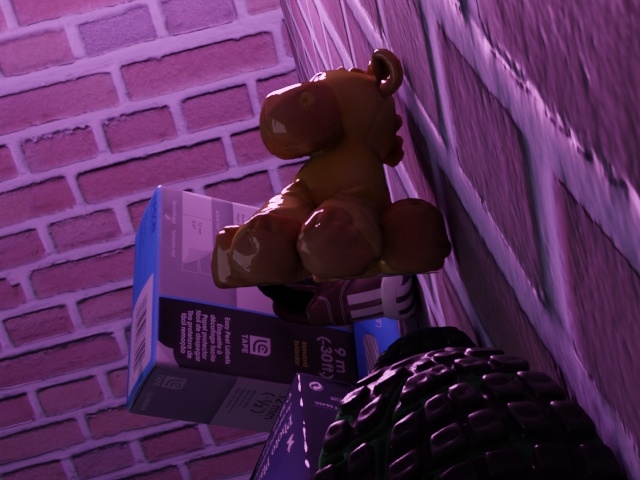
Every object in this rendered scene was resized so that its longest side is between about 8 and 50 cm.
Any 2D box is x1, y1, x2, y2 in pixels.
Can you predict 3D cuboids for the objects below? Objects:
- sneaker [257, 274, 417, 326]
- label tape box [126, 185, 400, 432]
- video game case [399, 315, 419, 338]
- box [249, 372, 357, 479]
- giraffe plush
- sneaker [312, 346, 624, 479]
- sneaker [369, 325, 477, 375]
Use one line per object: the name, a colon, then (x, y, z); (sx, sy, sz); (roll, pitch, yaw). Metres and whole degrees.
sneaker: (0.000, 0.000, 1.257); (0.281, 0.162, 0.106); (-107, 3, -58)
label tape box: (-0.039, 0.093, 1.300); (0.115, 0.348, 0.249); (120, 153, -45)
video game case: (0.118, 0.167, 1.292); (0.143, 0.019, 0.157); (79, 177, -63)
box: (0.014, 0.335, 1.042); (0.294, 0.183, 0.296); (-101, 30, -62)
giraffe plush: (0.015, -0.055, 0.863); (0.210, 0.181, 0.170); (0, -96, -56)
sneaker: (0.086, 0.203, 0.483); (0.146, 0.134, 0.343); (76, 178, -59)
sneaker: (0.098, 0.202, 0.770); (0.124, 0.107, 0.283); (53, -156, -56)
